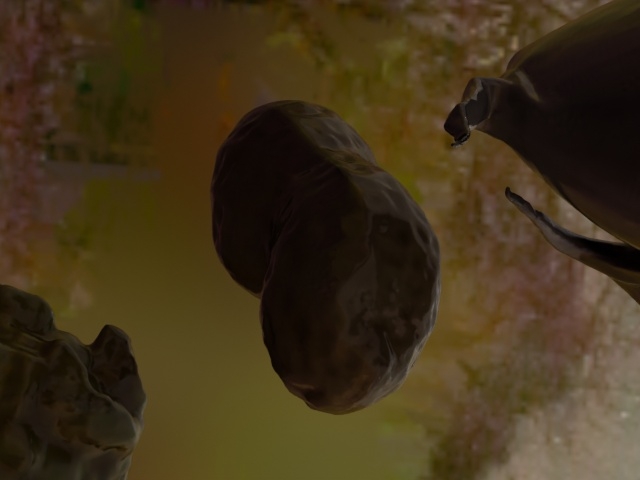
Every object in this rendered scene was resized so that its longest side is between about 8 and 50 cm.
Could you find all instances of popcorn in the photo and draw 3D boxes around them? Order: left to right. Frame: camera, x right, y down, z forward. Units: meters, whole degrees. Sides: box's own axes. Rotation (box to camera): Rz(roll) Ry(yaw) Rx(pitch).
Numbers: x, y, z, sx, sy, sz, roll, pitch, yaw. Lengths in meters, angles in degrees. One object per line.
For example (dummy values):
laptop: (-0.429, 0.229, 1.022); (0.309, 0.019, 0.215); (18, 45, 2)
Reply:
popcorn: (-0.230, 0.125, 0.861); (0.286, 0.225, 0.173); (123, -13, -66)

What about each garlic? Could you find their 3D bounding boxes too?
garlic: (0.220, 0.002, 0.649); (0.246, 0.340, 0.231); (-78, 175, -59)

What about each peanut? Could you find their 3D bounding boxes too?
peanut: (0.000, 0.000, 0.714); (0.229, 0.098, 0.103); (-119, -148, -57)
